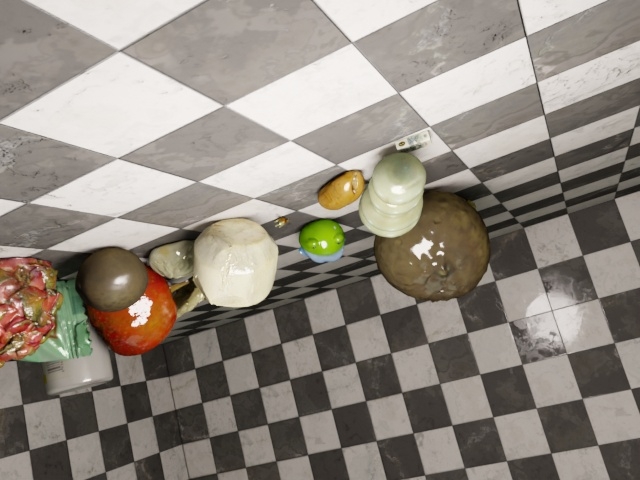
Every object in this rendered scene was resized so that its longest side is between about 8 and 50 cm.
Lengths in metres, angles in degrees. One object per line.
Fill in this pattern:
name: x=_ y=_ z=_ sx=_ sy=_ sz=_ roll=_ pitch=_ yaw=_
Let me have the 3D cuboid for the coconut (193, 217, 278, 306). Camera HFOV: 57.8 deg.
coconut: x=-0.250 y=0.077 z=1.666 sx=0.244 sy=0.245 sz=0.248 roll=-8 pitch=126 yaw=-29

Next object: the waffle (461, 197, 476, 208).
waffle: x=0.444 y=-0.091 z=2.247 sx=0.302 sy=0.068 sz=0.324 roll=-23 pitch=164 yaw=32

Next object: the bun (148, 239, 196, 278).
bun: x=-0.439 y=0.067 z=1.805 sx=0.183 sy=0.102 sz=0.183 roll=-16 pitch=166 yaw=-4

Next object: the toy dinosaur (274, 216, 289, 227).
toy dinosaur: x=-0.126 y=-0.058 z=1.793 sx=0.041 sy=0.026 sz=0.113 roll=-26 pitch=175 yaw=16

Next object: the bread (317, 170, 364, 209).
bread: x=0.059 y=-0.129 z=1.592 sx=0.114 sy=0.078 sz=0.189 roll=-5 pitch=168 yaw=-24

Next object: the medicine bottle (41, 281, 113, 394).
medicine bottle: x=-0.820 y=0.320 z=1.919 sx=0.208 sy=0.340 sz=0.208 roll=-15 pitch=168 yaw=-3

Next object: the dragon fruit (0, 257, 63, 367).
dragon fruit: x=-0.856 y=0.205 z=1.539 sx=0.314 sy=0.263 sz=0.296 roll=-3 pitch=164 yaw=-44

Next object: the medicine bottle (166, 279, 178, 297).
medicine bottle: x=-0.606 y=0.209 z=2.238 sx=0.106 sy=0.107 sz=0.191 roll=-13 pitch=168 yaw=-10

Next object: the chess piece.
chess piece: x=0.193 y=-0.129 z=1.518 sx=0.182 sy=0.183 sz=0.330 roll=-15 pitch=167 yaw=-1

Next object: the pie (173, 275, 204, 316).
pie: x=-0.440 y=0.166 z=2.057 sx=0.274 sy=0.055 sz=0.274 roll=-40 pitch=-164 yaw=14

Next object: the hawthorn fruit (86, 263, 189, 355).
hawthorn fruit: x=-0.577 y=0.208 z=1.881 sx=0.330 sy=0.287 sz=0.287 roll=-29 pitch=172 yaw=-15

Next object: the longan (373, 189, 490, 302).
longan: x=0.372 y=0.026 z=1.947 sx=0.390 sy=0.392 sz=0.391 roll=-14 pitch=168 yaw=-3

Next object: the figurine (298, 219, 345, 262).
figurine: x=0.000 y=0.000 z=1.986 sx=0.162 sy=0.143 sz=0.263 roll=-5 pitch=-176 yaw=-8

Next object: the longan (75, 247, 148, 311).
longan: x=-0.585 y=0.109 z=1.632 sx=0.197 sy=0.198 sz=0.212 roll=-10 pitch=162 yaw=-21

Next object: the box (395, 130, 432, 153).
box: x=0.228 y=-0.237 z=1.414 sx=0.083 sy=0.024 sz=0.054 roll=-18 pitch=166 yaw=14

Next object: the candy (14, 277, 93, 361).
candy: x=-0.915 y=0.270 z=1.775 sx=0.397 sy=0.263 sz=0.172 roll=-12 pitch=177 yaw=-12
